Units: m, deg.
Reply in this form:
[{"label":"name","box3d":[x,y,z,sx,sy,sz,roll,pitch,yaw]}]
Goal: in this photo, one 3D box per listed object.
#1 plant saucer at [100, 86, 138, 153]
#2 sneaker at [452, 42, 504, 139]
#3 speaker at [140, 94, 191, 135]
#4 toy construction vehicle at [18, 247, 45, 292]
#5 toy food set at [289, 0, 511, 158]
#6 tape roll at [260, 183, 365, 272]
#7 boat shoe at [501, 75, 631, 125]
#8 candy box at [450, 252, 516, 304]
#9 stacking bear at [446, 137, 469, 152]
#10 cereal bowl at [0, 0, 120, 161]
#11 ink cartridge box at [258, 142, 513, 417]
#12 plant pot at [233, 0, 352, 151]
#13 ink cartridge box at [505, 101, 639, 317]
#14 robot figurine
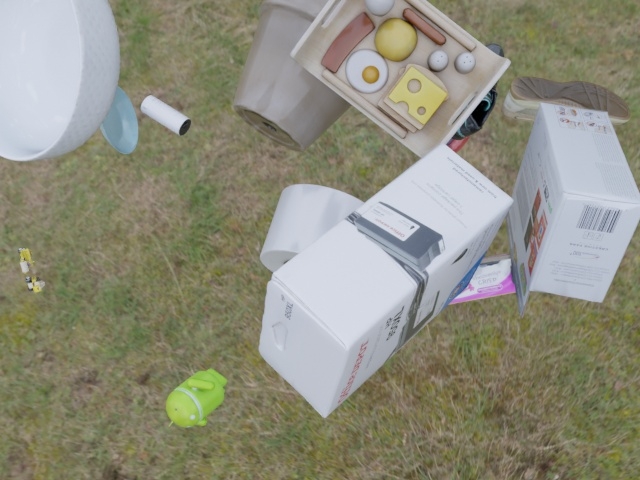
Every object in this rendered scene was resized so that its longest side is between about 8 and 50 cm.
[{"label":"plant saucer","box3d":[-0.568,-0.331,2.011,0.037,0.195,0.195,-9,66,16]},{"label":"sneaker","box3d":[0.403,-0.368,1.799,0.101,0.106,0.268,27,81,-24]},{"label":"speaker","box3d":[-0.421,-0.342,1.994,0.136,0.055,0.055,32,77,11]},{"label":"toy construction vehicle","box3d":[-0.592,0.060,1.498,0.035,0.098,0.086,-15,104,-20]},{"label":"toy food set","box3d":[0.134,-0.308,1.238,0.306,0.092,0.220,38,100,-1]},{"label":"tape roll","box3d":[0.000,0.000,1.684,0.246,0.246,0.169,12,70,16]},{"label":"boat shoe","box3d":[0.593,-0.319,1.767,0.302,0.098,0.109,8,55,-5]},{"label":"candy box","box3d":[0.325,0.079,1.522,0.159,0.233,0.071,-12,88,15]},{"label":"stacking bear","box3d":[0.263,-0.354,1.924,0.175,0.289,0.164,-5,59,41]},{"label":"cereal bowl","box3d":[-0.438,-0.298,1.163,0.338,0.141,0.339,7,103,32]},{"label":"ink cartridge box","box3d":[0.102,0.069,1.205,0.395,0.286,0.166,-37,68,-27]},{"label":"plant pot","box3d":[-0.048,-0.367,1.638,0.323,0.323,0.280,30,83,21]},{"label":"ink cartridge box","box3d":[0.430,-0.049,1.289,0.129,0.272,0.310,9,38,2]},{"label":"robot figurine","box3d":[-0.204,0.258,1.189,0.067,0.101,0.115,33,37,19]}]
